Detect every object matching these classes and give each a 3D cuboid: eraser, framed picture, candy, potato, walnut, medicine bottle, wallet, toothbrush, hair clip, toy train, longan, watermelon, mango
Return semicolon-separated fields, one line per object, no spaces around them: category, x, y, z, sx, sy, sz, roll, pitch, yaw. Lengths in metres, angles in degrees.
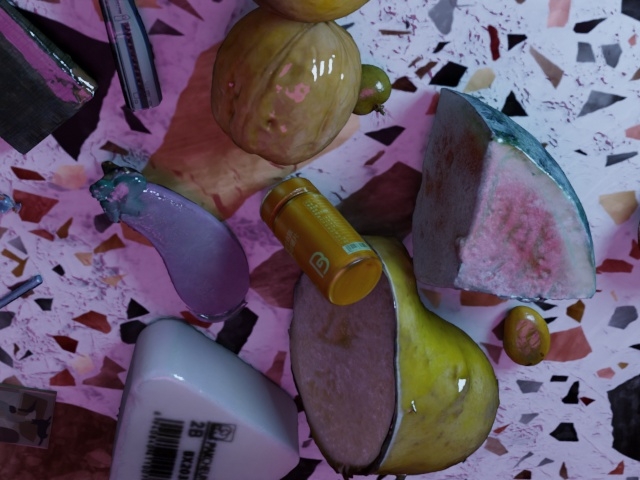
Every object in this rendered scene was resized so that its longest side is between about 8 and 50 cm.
eraser;-0.224;0.281;1.906;0.332;0.150;0.331;-1;124;-1
framed picture;-0.561;0.295;1.987;0.201;0.010;0.136;10;125;-10
candy;-0.490;-0.057;1.729;0.083;0.020;0.030;20;123;-18
potato;0.140;0.179;1.837;0.296;0.290;0.396;-3;89;-35
walnut;-0.048;-0.208;1.542;0.195;0.195;0.221;14;132;-12
medicine bottle;0.000;0.000;1.673;0.096;0.192;0.096;-25;143;-21
wallet;-0.468;-0.263;1.567;0.169;0.044;0.317;-35;119;22
toothbrush;-0.530;0.110;1.852;0.220;0.016;0.019;-29;113;19
hair clip;-0.211;0.001;1.755;0.096;0.110;0.358;5;144;47
toy train;-0.260;-0.294;1.546;0.048;0.055;0.251;-7;126;3
longan;0.065;-0.204;1.608;0.075;0.083;0.075;-27;164;-9
watermelon;0.242;-0.017;1.652;0.258;0.228;0.387;-31;116;9
mango;0.335;0.156;1.896;0.079;0.057;0.114;-12;117;11

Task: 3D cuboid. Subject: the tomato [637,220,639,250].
tomato;0.575;-0.011;1.727;0.187;0.151;0.187;-3;123;-5

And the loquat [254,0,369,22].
loquat;-0.015;-0.378;1.406;0.238;0.193;0.238;-7;118;-14
